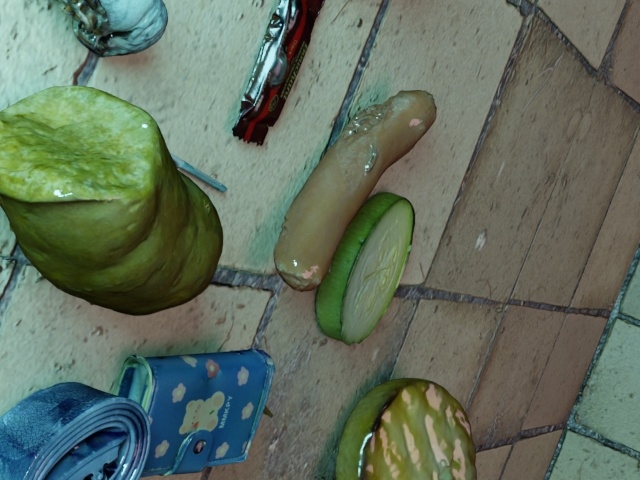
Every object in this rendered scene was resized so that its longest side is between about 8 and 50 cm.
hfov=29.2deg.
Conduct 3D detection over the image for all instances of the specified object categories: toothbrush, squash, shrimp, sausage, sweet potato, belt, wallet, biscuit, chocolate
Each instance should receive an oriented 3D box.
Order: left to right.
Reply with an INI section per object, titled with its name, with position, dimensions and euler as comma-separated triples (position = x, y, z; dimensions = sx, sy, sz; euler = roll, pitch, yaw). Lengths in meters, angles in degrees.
[belt]
position = -0.242, 0.210, 1.147
dimensions = 0.190, 0.082, 0.141
euler = -34, 131, -50
[shrimp]
position = -0.184, -0.210, 0.921
dimensions = 0.233, 0.079, 0.090
euler = 51, 29, -60
[sweet potato]
position = -0.167, -0.013, 1.032
dimensions = 0.157, 0.158, 0.369
euler = -60, 160, -14
[toothbrush]
position = -0.132, -0.069, 1.213
dimensions = 0.014, 0.011, 0.167
euler = -61, 155, -1
[wallet]
position = -0.140, 0.187, 1.325
dimensions = 0.202, 0.059, 0.141
euler = 3, 109, -55
[chocolate]
position = -0.041, -0.184, 1.281
dimensions = 0.182, 0.028, 0.086
euler = -69, 158, 0
[sausage]
position = 0.037, -0.074, 1.467
dimensions = 0.326, 0.087, 0.079
euler = -55, -173, -28
[squash]
position = 0.064, 0.039, 1.681
dimensions = 0.219, 0.041, 0.219
euler = -50, 153, -39
[biscuit]
position = 0.129, 0.359, 1.922
dimensions = 0.296, 0.102, 0.296
euler = 3, 86, -46

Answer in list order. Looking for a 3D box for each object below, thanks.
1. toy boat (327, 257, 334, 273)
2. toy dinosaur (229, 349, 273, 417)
[toy boat]
position = 0.000, 0.000, 1.533
dimensions = 0.063, 0.016, 0.115
euler = -34, 139, -48
[toy dinosaur]
position = -0.088, 0.177, 1.485
dimensions = 0.162, 0.039, 0.126
euler = -17, 124, -61
